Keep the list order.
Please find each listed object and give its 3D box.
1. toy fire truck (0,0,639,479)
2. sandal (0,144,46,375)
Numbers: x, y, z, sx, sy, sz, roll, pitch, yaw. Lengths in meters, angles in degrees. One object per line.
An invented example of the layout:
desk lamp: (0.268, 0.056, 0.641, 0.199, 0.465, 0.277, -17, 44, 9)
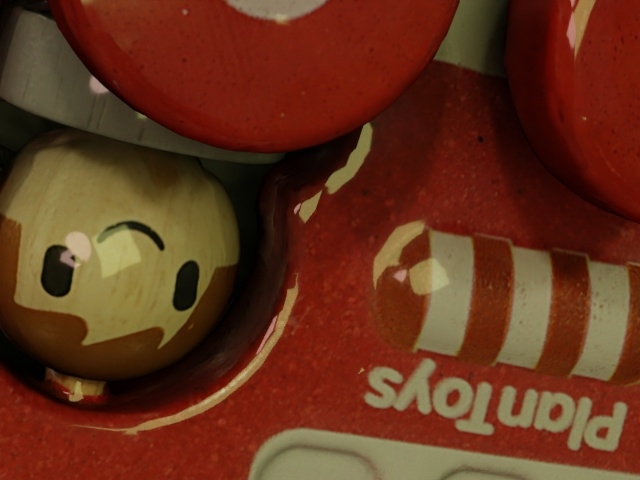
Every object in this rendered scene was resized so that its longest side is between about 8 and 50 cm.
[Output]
toy fire truck: (0.000, 0.000, 0.473, 0.302, 0.169, 0.254, 9, 98, -22)
sandal: (-0.203, 0.068, 0.490, 0.303, 0.086, 0.120, -28, 106, -26)
